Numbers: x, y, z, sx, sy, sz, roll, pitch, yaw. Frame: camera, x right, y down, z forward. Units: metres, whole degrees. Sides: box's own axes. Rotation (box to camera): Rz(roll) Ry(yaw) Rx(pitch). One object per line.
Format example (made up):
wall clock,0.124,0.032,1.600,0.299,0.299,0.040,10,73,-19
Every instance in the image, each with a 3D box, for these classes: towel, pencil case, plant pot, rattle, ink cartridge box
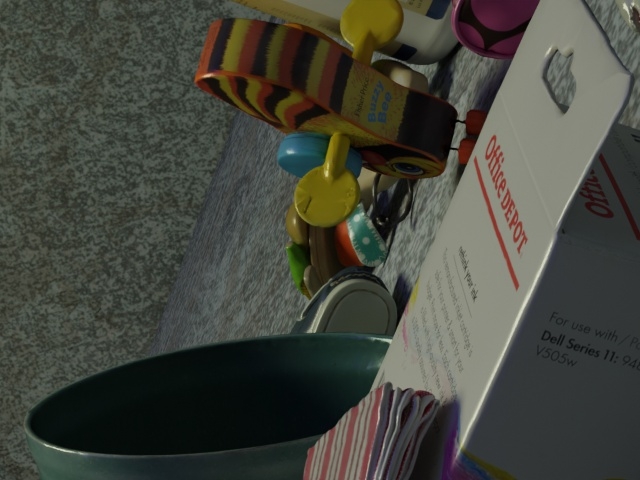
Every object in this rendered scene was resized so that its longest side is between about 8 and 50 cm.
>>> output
towel,0.012,0.161,0.925,0.197,0.029,0.144,127,157,-69
pencil case,0.147,-0.235,1.402,0.098,0.095,0.209,-45,26,33
plant pot,-0.042,0.193,1.210,0.293,0.293,0.196,-130,33,-78
rattle,0.011,-0.080,1.646,0.130,0.143,0.199,31,102,44
ink cartridge box,0.119,0.059,0.924,0.207,0.119,0.353,-95,25,-65

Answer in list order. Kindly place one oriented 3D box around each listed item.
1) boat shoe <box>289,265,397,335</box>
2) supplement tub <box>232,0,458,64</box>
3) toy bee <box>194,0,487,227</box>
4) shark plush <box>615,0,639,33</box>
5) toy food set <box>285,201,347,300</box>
boat shoe,-0.014,0.139,1.567,0.079,0.095,0.254,-117,48,-74
supplement tub,0.000,-0.313,1.657,0.228,0.316,0.228,-161,90,-80
toy bee,0.049,-0.108,1.458,0.162,0.298,0.195,-1,89,39
shark plush,0.225,-0.190,1.085,0.161,0.073,0.067,-53,25,-18
toy food set,0.000,0.000,1.730,0.132,0.039,0.192,67,-155,-45
